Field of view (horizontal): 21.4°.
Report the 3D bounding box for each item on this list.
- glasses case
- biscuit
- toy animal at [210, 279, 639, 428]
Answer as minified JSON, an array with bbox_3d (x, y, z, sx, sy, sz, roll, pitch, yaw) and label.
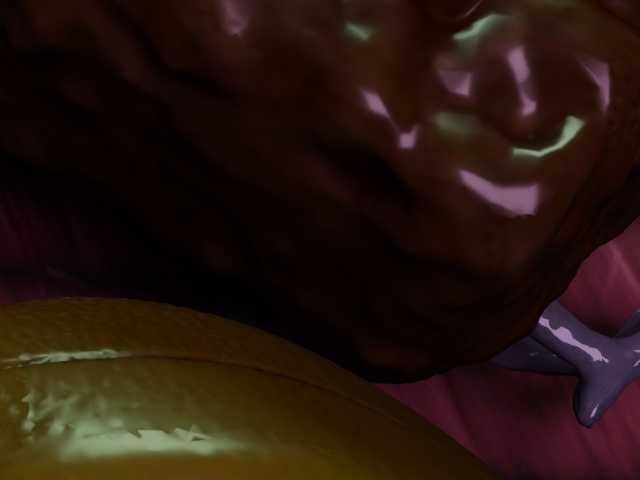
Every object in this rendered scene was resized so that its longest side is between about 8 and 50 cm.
[{"bbox_3d":[0.014,0.150,0.484,0.173,0.141,0.371,-46,119,0],"label":"glasses case"},{"bbox_3d":[-0.012,-0.156,0.588,0.395,0.166,0.342,35,59,17],"label":"biscuit"},{"bbox_3d":[0.037,0.004,0.633,0.206,0.081,0.367,28,56,-1],"label":"toy animal"}]
